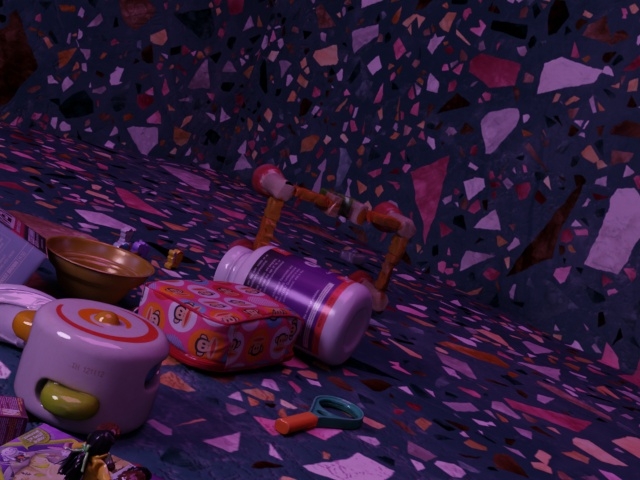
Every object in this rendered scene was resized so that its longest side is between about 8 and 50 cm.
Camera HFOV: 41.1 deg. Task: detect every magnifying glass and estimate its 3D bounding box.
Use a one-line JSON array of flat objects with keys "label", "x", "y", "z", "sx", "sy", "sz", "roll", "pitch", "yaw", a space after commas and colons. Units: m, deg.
[{"label": "magnifying glass", "x": -0.002, "y": 0.296, "z": 1.436, "sx": 0.092, "sy": 0.026, "sz": 0.231, "roll": 25, "pitch": 11, "yaw": 29}]

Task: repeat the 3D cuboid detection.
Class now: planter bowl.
[{"label": "planter bowl", "x": -0.439, "y": 0.070, "z": 1.660, "sx": 0.217, "sy": 0.090, "sz": 0.217, "roll": 18, "pitch": 9, "yaw": -3}]

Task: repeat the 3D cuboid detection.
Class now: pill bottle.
[{"label": "pill bottle", "x": -0.063, "y": 0.125, "z": 1.816, "sx": 0.322, "sy": 0.182, "sz": 0.181, "roll": 23, "pitch": 10, "yaw": 23}]

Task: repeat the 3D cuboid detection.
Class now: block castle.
[{"label": "block castle", "x": 0.000, "y": 0.000, "z": 2.298, "sx": 0.453, "sy": 0.303, "sz": 0.213, "roll": 16, "pitch": 9, "yaw": -25}]

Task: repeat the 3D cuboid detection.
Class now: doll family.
[{"label": "doll family", "x": -0.201, "y": 0.240, "z": 0.815, "sx": 0.076, "sy": 0.111, "sz": 0.193, "roll": 10, "pitch": 13, "yaw": -45}]

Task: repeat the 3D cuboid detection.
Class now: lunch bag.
[{"label": "lunch bag", "x": -0.202, "y": 0.144, "z": 1.617, "sx": 0.258, "sy": 0.120, "sz": 0.293, "roll": 25, "pitch": 11, "yaw": 34}]

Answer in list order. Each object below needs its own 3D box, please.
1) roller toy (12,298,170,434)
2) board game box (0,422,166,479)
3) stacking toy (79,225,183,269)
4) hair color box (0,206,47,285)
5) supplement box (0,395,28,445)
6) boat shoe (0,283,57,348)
[{"label": "roller toy", "x": -0.314, "y": 0.165, "z": 1.186, "sx": 0.191, "sy": 0.146, "sz": 0.209, "roll": 11, "pitch": 12, "yaw": -44}, {"label": "board game box", "x": -0.289, "y": 0.288, "z": 0.848, "sx": 0.208, "sy": 0.056, "sz": 0.347, "roll": 25, "pitch": 10, "yaw": 11}, {"label": "stacking toy", "x": -0.452, "y": 0.021, "z": 2.038, "sx": 0.166, "sy": 0.052, "sz": 0.221, "roll": 22, "pitch": 10, "yaw": 20}, {"label": "hair color box", "x": -0.654, "y": -0.057, "z": 1.452, "sx": 0.374, "sy": 0.114, "sz": 0.185, "roll": 39, "pitch": -5, "yaw": -20}, {"label": "supplement box", "x": -0.403, "y": 0.216, "z": 1.032, "sx": 0.083, "sy": 0.043, "sz": 0.055, "roll": 13, "pitch": 11, "yaw": -29}, {"label": "boat shoe", "x": -0.421, "y": 0.134, "z": 1.317, "sx": 0.258, "sy": 0.095, "sz": 0.084, "roll": 15, "pitch": 6, "yaw": -20}]
